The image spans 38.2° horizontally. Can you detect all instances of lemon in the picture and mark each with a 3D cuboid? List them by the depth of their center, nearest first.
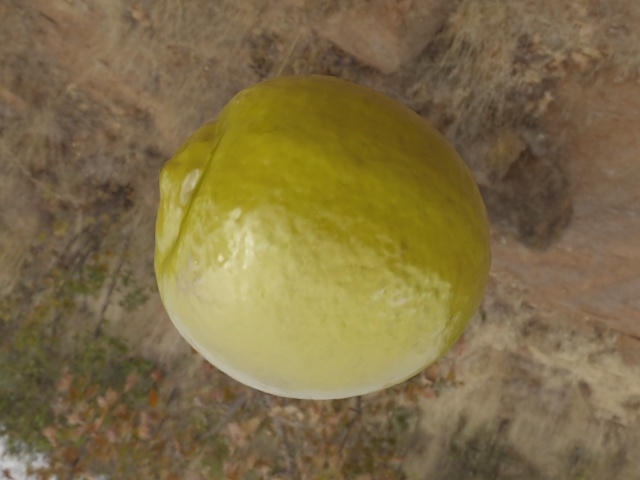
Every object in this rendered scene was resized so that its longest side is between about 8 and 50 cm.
[{"bbox_3d":[0.000,0.000,0.937,0.347,0.348,0.348,22,163,7],"label":"lemon"}]
